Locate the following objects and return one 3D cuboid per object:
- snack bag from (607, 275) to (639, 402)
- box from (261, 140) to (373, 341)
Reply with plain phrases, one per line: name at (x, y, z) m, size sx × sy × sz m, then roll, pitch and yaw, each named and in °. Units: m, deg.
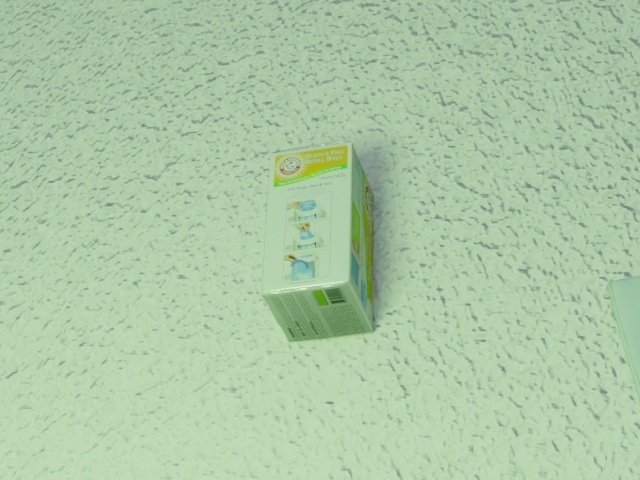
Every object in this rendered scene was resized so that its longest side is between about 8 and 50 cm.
snack bag at (0.496, 0.133, 1.406) m, size 0.342 × 0.037 × 0.323 m, roll -15°, pitch 54°, yaw 7°
box at (0.000, 0.000, 1.599) m, size 0.103 × 0.114 × 0.203 m, roll -8°, pitch 54°, yaw 14°
